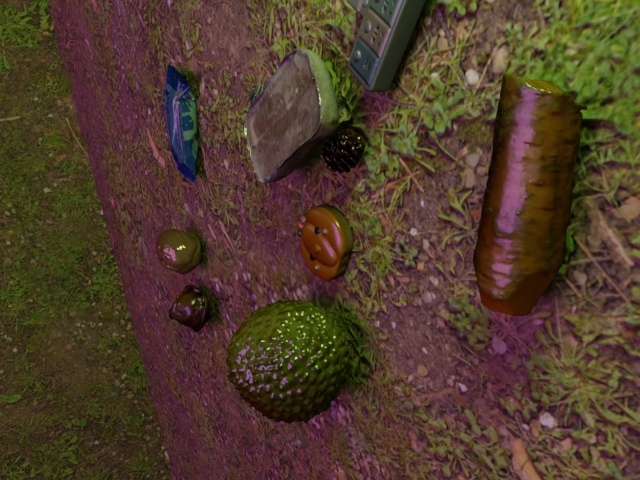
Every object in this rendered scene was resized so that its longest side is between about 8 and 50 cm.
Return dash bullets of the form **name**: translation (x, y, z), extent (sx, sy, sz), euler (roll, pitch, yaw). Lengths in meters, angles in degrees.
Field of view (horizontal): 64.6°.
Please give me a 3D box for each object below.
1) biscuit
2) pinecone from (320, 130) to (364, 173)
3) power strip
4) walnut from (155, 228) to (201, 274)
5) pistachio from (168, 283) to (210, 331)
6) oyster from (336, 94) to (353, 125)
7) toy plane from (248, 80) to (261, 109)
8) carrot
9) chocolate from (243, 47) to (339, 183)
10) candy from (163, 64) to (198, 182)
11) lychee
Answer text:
- **biscuit**: translation (-0.003, 0.001, 1.085), extent (0.170, 0.050, 0.170), euler (25, 122, 48)
- **pinecone**: translation (0.043, -0.164, 0.938), extent (0.083, 0.077, 0.077), euler (-20, 86, 46)
- **power strip**: translation (0.099, -0.363, 0.798), extent (0.145, 0.061, 0.215), euler (59, 143, 32)
- **walnut**: translation (-0.469, 0.034, 1.686), extent (0.166, 0.149, 0.166), euler (45, 168, 12)
- **pistachio**: translation (-0.442, 0.233, 1.734), extent (0.210, 0.131, 0.165), euler (-14, 88, 47)
- **oyster**: translation (0.033, -0.244, 0.964), extent (0.083, 0.019, 0.054), euler (-14, 93, 54)
- **toy plane**: translation (-0.156, -0.335, 1.189), extent (0.078, 0.024, 0.084), euler (-114, 30, -45)
- **carrot**: translation (0.261, -0.051, 0.641), extent (0.114, 0.114, 0.301), euler (26, 121, 48)
- **chocolate**: translation (-0.054, -0.234, 1.005), extent (0.303, 0.101, 0.185), euler (-33, 63, 58)
- **candy**: translation (-0.421, -0.345, 1.521), extent (0.187, 0.077, 0.331), euler (39, 132, 50)
- **lychee**: translation (-0.075, 0.263, 1.120), extent (0.320, 0.270, 0.269), euler (-16, 90, 22)
